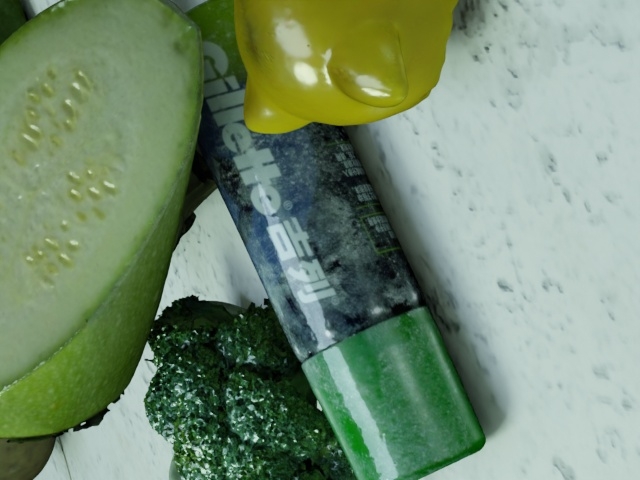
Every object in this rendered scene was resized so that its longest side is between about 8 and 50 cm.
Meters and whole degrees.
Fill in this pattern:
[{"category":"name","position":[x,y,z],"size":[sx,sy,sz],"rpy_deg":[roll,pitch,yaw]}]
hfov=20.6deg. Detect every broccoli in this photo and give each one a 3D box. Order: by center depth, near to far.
[{"category":"broccoli","position":[-0.044,0.113,1.215],"size":[0.195,0.156,0.195],"rpy_deg":[25,143,20]}]

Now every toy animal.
[{"category":"toy animal","position":[-0.006,-0.174,0.971],"size":[0.156,0.156,0.229],"rpy_deg":[-4,102,62]}]

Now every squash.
[{"category":"squash","position":[-0.183,-0.023,1.122],"size":[0.189,0.189,0.260],"rpy_deg":[49,139,35]}]

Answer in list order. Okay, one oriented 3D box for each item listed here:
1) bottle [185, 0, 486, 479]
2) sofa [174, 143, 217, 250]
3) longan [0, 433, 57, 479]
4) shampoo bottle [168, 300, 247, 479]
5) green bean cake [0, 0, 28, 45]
[{"category":"bottle","position":[0.000,0.000,1.135],"size":[0.330,0.093,0.093],"rpy_deg":[64,153,8]},{"category":"sofa","position":[-0.162,-0.070,1.358],"size":[0.200,0.182,0.258],"rpy_deg":[49,152,0]},{"category":"longan","position":[-0.361,0.193,1.883],"size":[0.187,0.167,0.167],"rpy_deg":[-20,91,42]},{"category":"shampoo bottle","position":[-0.073,0.170,1.399],"size":[0.118,0.087,0.234],"rpy_deg":[33,137,36]},{"category":"green bean cake","position":[-0.402,-0.185,1.572],"size":[0.246,0.250,0.156],"rpy_deg":[66,154,8]}]
